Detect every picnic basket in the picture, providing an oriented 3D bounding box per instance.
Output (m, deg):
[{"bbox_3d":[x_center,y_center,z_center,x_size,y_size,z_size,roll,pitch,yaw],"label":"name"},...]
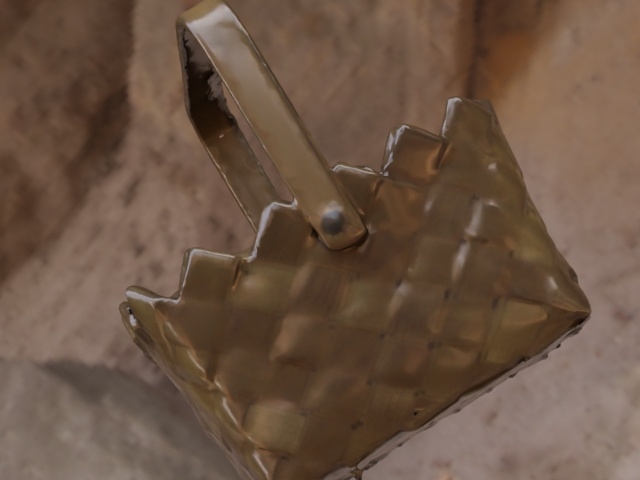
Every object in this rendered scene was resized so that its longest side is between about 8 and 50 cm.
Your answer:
[{"bbox_3d":[0.000,0.000,1.264,0.291,0.321,0.254,-31,-11,-7],"label":"picnic basket"}]
